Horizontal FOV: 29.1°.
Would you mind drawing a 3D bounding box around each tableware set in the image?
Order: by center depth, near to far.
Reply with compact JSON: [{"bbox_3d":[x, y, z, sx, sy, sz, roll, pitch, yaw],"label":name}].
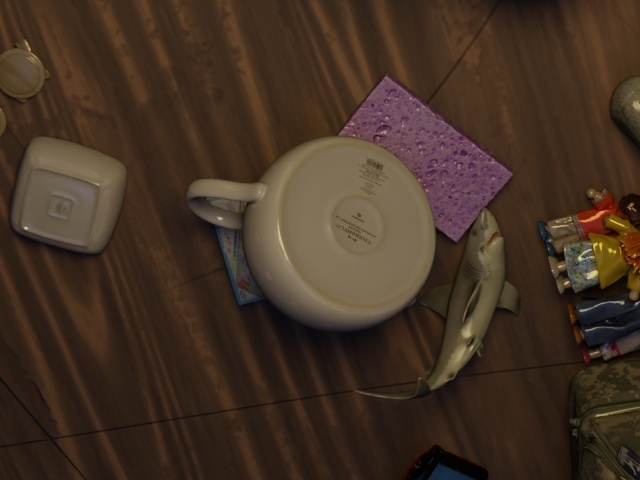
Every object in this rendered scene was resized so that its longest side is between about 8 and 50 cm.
[{"bbox_3d":[-0.434,-0.200,1.548,0.141,0.020,0.168,37,107,-13],"label":"tableware set"}]

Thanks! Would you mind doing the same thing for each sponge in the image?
[{"bbox_3d":[0.128,-0.104,1.556,0.210,0.031,0.117,36,108,-11],"label":"sponge"}]

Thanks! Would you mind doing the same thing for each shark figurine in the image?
[{"bbox_3d":[0.158,0.107,1.587,0.278,0.116,0.166,-61,142,-15],"label":"shark figurine"}]

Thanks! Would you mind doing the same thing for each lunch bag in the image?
[{"bbox_3d":[0.434,0.328,1.566,0.212,0.256,0.305,-7,122,4],"label":"lunch bag"}]

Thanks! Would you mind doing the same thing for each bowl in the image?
[{"bbox_3d":[-0.328,-0.052,1.583,0.142,0.053,0.142,17,109,-5],"label":"bowl"}]

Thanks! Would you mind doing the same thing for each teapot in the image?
[{"bbox_3d":[0.000,0.000,1.505,0.252,0.187,0.256,-25,90,-29],"label":"teapot"}]

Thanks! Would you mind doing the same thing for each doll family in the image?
[{"bbox_3d":[0.390,0.062,1.561,0.163,0.118,0.263,-18,111,12],"label":"doll family"}]

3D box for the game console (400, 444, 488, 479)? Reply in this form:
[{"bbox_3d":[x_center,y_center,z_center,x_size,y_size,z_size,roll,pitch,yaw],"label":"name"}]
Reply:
[{"bbox_3d":[0.149,0.366,1.710,0.085,0.124,0.144,36,110,17],"label":"game console"}]

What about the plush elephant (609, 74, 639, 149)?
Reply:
[{"bbox_3d":[0.550,-0.110,1.420,0.255,0.272,0.330,-38,98,-1],"label":"plush elephant"}]

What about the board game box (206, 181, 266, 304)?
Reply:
[{"bbox_3d":[-0.077,0.001,1.606,0.103,0.026,0.154,-12,110,7],"label":"board game box"}]
